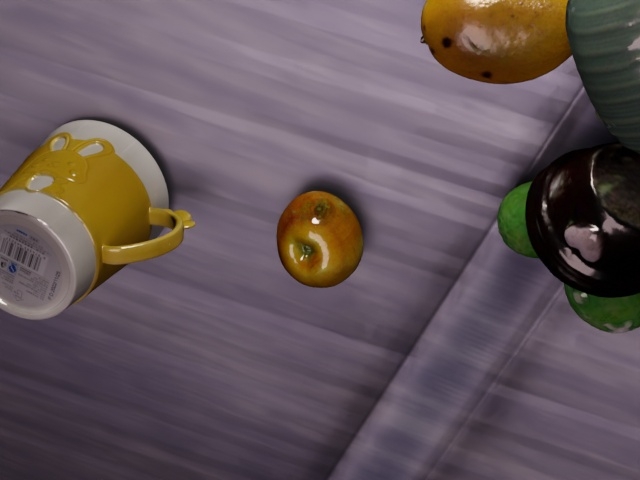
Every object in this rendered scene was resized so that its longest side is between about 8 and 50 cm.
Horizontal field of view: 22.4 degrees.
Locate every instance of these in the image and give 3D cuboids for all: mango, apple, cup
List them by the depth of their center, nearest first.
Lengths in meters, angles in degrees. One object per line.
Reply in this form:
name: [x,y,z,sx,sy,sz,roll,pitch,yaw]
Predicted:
mango: [0.197,-0.227,1.761,0.178,0.090,0.115,10,111,0]
cup: [-0.279,-0.017,1.913,0.241,0.226,0.185,8,119,19]
apple: [0.000,0.000,1.920,0.099,0.102,0.114,1,116,16]

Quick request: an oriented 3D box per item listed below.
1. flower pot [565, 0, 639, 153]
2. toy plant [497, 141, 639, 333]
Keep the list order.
flower pot: [0.349,-0.198,1.673,0.157,0.189,0.243,-21,109,21]
toy plant: [0.313,-0.004,1.808,0.218,0.175,0.235,38,152,2]
